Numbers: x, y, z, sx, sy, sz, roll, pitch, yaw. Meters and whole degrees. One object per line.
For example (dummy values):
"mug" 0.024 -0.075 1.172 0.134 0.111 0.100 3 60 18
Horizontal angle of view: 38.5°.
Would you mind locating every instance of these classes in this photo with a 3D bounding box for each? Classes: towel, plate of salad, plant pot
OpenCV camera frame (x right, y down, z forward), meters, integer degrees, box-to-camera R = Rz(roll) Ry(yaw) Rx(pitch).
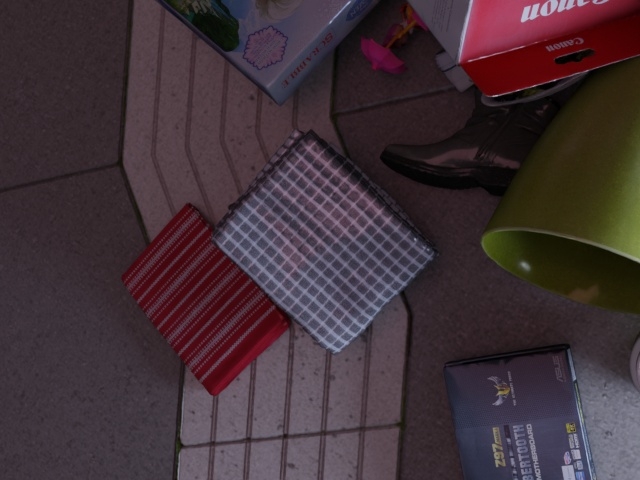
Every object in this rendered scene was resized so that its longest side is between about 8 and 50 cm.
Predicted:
"towel" -0.196 0.099 1.531 0.199 0.031 0.275 -46 73 15
"plate of salad" 0.311 -0.245 1.270 0.200 0.200 0.048 -22 111 18
"towel" 0.000 0.000 1.376 0.284 0.121 0.235 42 102 -3
"plant pot" 0.392 -0.086 1.216 0.275 0.275 0.293 18 76 20

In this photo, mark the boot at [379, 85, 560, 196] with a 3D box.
"boot" 0.223 -0.158 1.370 0.246 0.083 0.161 11 80 20

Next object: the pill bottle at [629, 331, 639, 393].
"pill bottle" 0.464 0.160 1.191 0.119 0.208 0.119 0 89 20

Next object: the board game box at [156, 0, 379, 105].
"board game box" -0.066 -0.419 1.414 0.318 0.066 0.318 42 88 24

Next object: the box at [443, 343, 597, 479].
"box" 0.291 0.277 1.331 0.183 0.059 0.232 -11 84 21

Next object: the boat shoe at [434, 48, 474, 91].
"boat shoe" 0.281 -0.303 1.350 0.226 0.083 0.076 -30 106 18

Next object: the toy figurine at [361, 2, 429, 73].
"toy figurine" 0.131 -0.326 1.380 0.130 0.173 0.159 41 126 -15

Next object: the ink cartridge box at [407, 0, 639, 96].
"ink cartridge box" 0.289 -0.349 1.190 0.309 0.130 0.272 -19 56 -16
